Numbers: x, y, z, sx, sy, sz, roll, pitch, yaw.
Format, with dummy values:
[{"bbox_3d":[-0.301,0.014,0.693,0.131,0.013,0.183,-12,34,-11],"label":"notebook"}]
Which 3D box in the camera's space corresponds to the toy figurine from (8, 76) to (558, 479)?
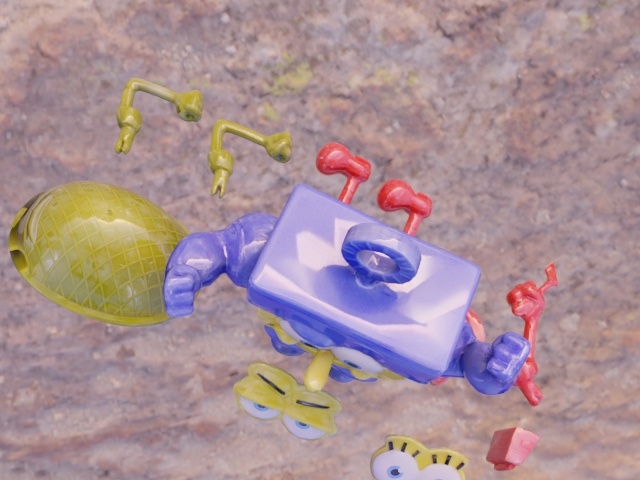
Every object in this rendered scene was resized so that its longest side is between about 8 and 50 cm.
[{"bbox_3d":[0.000,0.000,0.527,0.362,0.191,0.217,27,163,-1],"label":"toy figurine"}]
